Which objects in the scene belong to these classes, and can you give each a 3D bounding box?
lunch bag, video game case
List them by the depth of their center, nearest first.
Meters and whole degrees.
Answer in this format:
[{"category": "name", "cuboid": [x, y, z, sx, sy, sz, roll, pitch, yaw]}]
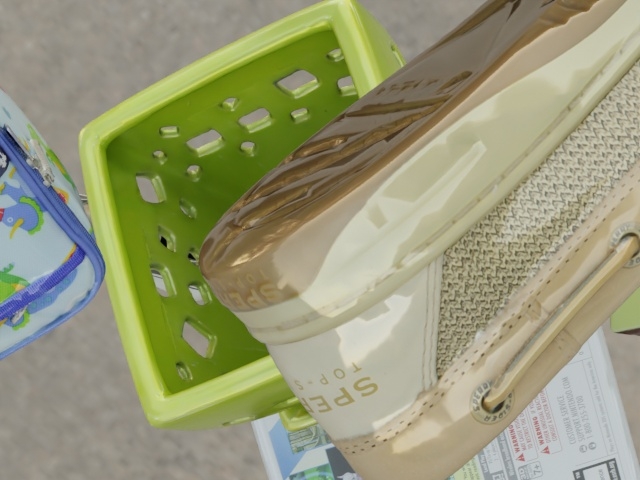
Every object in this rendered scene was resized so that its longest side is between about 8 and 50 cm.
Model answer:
[{"category": "lunch bag", "cuboid": [-0.230, 0.010, 0.967, 0.219, 0.176, 0.090, -30, 40, 3]}, {"category": "video game case", "cuboid": [0.102, 0.161, 1.581, 0.300, 0.329, 0.036, -17, 10, -3]}]

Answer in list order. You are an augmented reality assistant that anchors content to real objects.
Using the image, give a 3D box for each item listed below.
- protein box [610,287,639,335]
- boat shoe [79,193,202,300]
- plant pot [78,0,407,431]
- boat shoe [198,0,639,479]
[{"category": "protein box", "cuboid": [0.302, -0.042, 1.247, 0.201, 0.136, 0.200, -18, 68, 58]}, {"category": "boat shoe", "cuboid": [-0.175, -0.008, 1.775, 0.070, 0.219, 0.078, -40, 44, 43]}, {"category": "plant pot", "cuboid": [0.000, 0.000, 1.303, 0.228, 0.207, 0.227, -25, 67, 23]}, {"category": "boat shoe", "cuboid": [0.117, -0.053, 0.643, 0.341, 0.110, 0.121, -38, 13, -15]}]
